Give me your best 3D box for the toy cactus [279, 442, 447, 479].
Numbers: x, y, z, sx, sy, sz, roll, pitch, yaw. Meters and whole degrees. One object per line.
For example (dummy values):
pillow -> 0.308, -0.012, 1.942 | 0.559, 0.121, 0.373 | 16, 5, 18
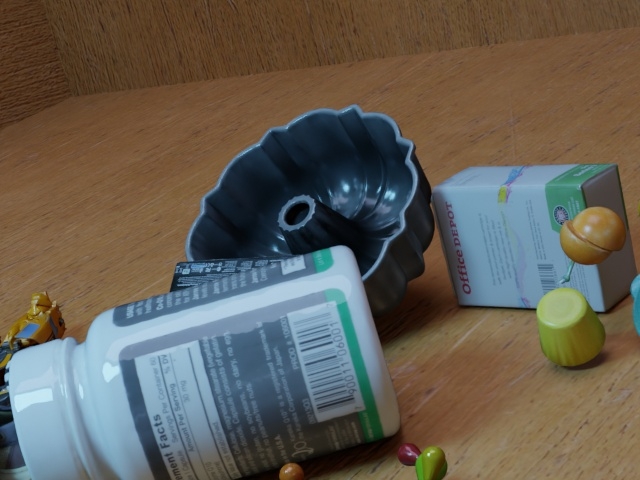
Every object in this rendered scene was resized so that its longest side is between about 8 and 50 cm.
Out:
toy cactus -> 0.057, 0.240, 1.228 | 0.180, 0.112, 0.219 | 16, 25, 42

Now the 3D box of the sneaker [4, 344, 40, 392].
sneaker -> -0.235, 0.158, 1.650 | 0.229, 0.086, 0.132 | 2, -18, -3

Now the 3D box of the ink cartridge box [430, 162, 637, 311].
ink cartridge box -> 0.249, -0.005, 1.703 | 0.212, 0.154, 0.093 | -1, 21, 41

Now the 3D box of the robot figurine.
robot figurine -> -0.452, 0.165, 1.908 | 0.211, 0.085, 0.291 | -12, 17, 14

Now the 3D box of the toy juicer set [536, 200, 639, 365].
toy juicer set -> 0.394, 0.035, 1.505 | 0.329, 0.089, 0.209 | -2, 51, 23

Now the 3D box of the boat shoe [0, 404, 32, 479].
boat shoe -> -0.404, 0.222, 1.673 | 0.285, 0.092, 0.103 | 0, 23, 41

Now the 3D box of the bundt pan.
bundt pan -> 0.000, 0.000, 1.796 | 0.331, 0.124, 0.331 | -20, 46, 22

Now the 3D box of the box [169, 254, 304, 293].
box -> -0.102, 0.110, 1.665 | 0.191, 0.045, 0.184 | -5, 65, 33

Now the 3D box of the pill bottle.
pill bottle -> -0.115, 0.145, 1.470 | 0.361, 0.204, 0.204 | -15, 17, 0
